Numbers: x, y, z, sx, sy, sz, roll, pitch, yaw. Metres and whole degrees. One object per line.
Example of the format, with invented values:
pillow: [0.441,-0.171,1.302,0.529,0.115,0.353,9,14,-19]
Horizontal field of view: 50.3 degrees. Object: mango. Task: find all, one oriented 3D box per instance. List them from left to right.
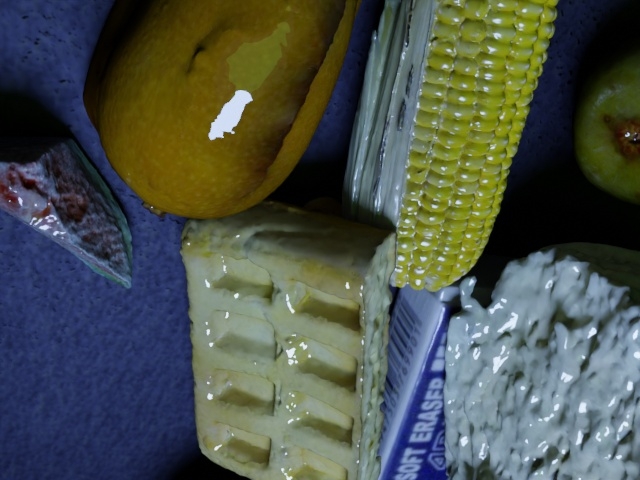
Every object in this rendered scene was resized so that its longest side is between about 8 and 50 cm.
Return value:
mango: [-0.051,-0.116,0.420,0.136,0.166,0.236,19,112,-29]

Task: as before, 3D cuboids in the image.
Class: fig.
fig: [0.288,-0.104,0.563,0.142,0.186,0.148,3,102,30]

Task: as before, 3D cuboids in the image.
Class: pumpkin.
pumpkin: [-0.001,0.000,0.577,0.050,0.028,0.083,-1,110,-18]

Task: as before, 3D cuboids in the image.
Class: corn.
corn: [0.093,-0.108,0.502,0.123,0.122,0.305,17,114,10]

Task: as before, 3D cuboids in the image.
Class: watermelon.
watermelon: [-0.192,-0.026,0.477,0.081,0.094,0.180,-45,136,7]

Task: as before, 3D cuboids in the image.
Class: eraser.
eraser: [0.116,0.148,0.663,0.124,0.081,0.279,5,116,-20]

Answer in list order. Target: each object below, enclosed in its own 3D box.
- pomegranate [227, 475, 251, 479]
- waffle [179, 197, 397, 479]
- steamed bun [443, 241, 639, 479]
pomegranate: [-0.055,0.357,0.671,0.235,0.236,0.302,-12,154,-10]
waffle: [-0.030,0.101,0.559,0.167,0.057,0.274,15,122,22]
steamed bun: [0.260,0.172,0.520,0.273,0.272,0.291,0,122,-20]
